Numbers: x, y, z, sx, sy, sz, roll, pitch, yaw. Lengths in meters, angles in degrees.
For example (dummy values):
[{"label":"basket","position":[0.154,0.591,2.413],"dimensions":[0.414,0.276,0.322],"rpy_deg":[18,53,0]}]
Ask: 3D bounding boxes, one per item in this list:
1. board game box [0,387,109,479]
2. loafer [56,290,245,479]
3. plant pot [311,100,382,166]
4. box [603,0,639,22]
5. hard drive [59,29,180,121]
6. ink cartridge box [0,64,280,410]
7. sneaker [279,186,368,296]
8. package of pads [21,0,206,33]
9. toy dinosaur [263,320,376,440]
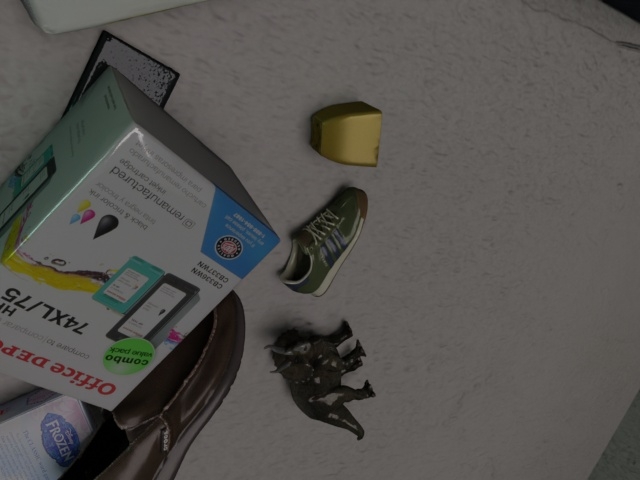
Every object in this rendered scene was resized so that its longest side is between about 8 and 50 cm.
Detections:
[{"label":"board game box","position":[-0.426,0.389,0.685],"dimensions":[0.318,0.066,0.319],"rpy_deg":[-21,106,-21]},{"label":"loafer","position":[-0.220,0.209,0.676],"dimensions":[0.130,0.133,0.366],"rpy_deg":[39,64,-36]},{"label":"plant pot","position":[0.032,-0.154,0.747],"dimensions":[0.083,0.081,0.081],"rpy_deg":[-5,116,-17]},{"label":"box","position":[0.600,-0.597,0.739],"dimensions":[0.479,0.297,0.472],"rpy_deg":[4,109,-34]},{"label":"hard drive","position":[-0.238,-0.160,0.609],"dimensions":[0.094,0.022,0.135],"rpy_deg":[24,99,-37]},{"label":"ink cartridge box","position":[-0.227,-0.001,0.563],"dimensions":[0.270,0.197,0.198],"rpy_deg":[-45,130,5]},{"label":"sneaker","position":[0.000,0.000,0.807],"dimensions":[0.086,0.064,0.192],"rpy_deg":[14,108,-41]},{"label":"package of pads","position":[-0.159,-0.338,0.482],"dimensions":[0.296,0.101,0.229],"rpy_deg":[-22,146,-20]},{"label":"toy dinosaur","position":[0.004,0.244,0.920],"dimensions":[0.160,0.121,0.314],"rpy_deg":[-20,127,-8]}]
